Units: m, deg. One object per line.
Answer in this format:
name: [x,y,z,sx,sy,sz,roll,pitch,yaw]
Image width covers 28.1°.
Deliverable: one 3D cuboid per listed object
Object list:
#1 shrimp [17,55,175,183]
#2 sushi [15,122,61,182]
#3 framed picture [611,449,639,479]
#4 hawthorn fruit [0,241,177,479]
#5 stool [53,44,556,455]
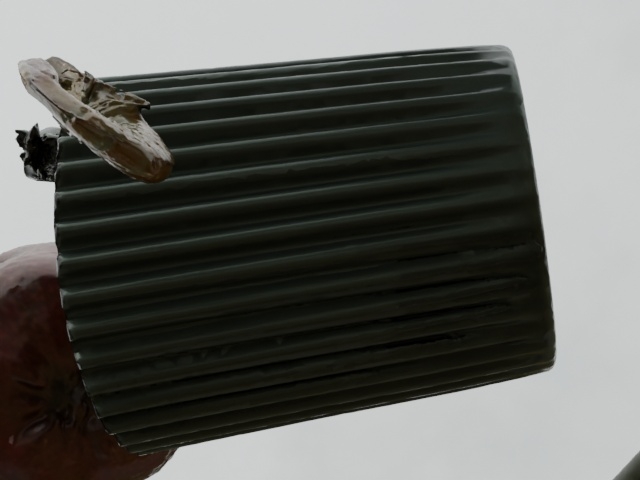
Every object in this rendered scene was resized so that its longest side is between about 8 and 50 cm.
shrimp: [-0.147,-0.077,0.753,0.095,0.162,0.045,12,-70,-44]
sushi: [-0.240,-0.081,1.221,0.083,0.084,0.056,7,-87,15]
framed picture: [0.322,0.314,0.765,0.028,0.446,0.326,-26,-22,-19]
hawthorn fruit: [-0.284,0.133,1.338,0.275,0.299,0.275,-14,-68,-39]
stool: [0.000,0.000,0.983,0.330,0.297,0.297,-7,-52,7]
